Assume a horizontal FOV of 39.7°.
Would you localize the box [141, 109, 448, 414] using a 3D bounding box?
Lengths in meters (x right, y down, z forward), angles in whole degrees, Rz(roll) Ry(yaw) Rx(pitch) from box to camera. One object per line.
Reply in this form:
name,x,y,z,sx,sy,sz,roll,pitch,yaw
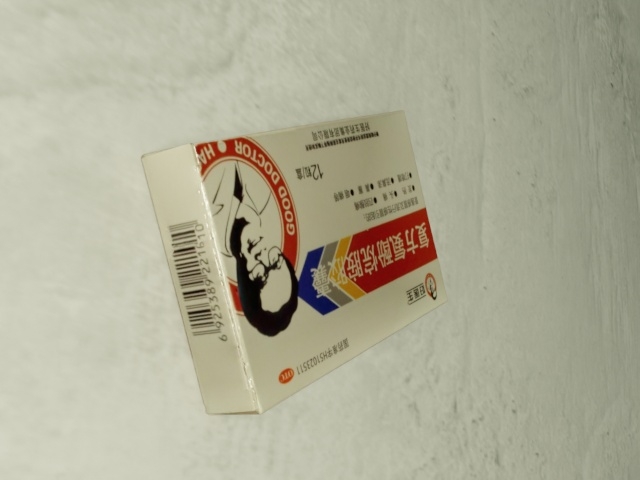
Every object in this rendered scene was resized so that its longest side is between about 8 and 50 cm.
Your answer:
box,0.000,0.000,0.818,0.353,0.069,0.214,-20,98,-54
